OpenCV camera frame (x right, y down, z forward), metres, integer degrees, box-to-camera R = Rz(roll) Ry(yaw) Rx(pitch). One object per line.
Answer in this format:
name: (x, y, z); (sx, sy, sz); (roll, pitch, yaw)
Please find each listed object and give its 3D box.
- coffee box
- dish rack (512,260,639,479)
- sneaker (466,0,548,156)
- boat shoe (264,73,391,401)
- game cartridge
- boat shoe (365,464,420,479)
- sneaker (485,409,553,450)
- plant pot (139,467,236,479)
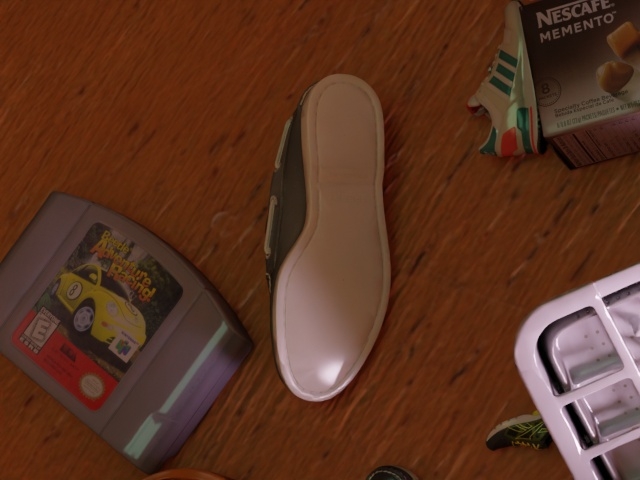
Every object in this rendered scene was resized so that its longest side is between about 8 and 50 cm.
coffee box: (0.323, -0.173, 1.699); (0.246, 0.098, 0.141); (-14, 68, 19)
dish rack: (0.357, 0.112, 1.545); (0.333, 0.072, 0.285); (-24, 106, 16)
sneaker: (0.175, -0.155, 1.783); (0.075, 0.057, 0.161); (-9, 73, 15)
boat shoe: (0.000, 0.000, 1.809); (0.099, 0.116, 0.319); (165, 111, -66)
game cartridge: (-0.217, 0.080, 1.887); (0.294, 0.060, 0.196); (35, 86, 29)
boat shoe: (0.038, 0.311, 1.685); (0.080, 0.073, 0.223); (13, 80, 27)
sneaker: (0.191, 0.177, 1.684); (0.083, 0.031, 0.035); (-25, 66, 15)
plant pot: (-0.154, 0.303, 1.708); (0.205, 0.188, 0.205); (-8, 70, 22)
